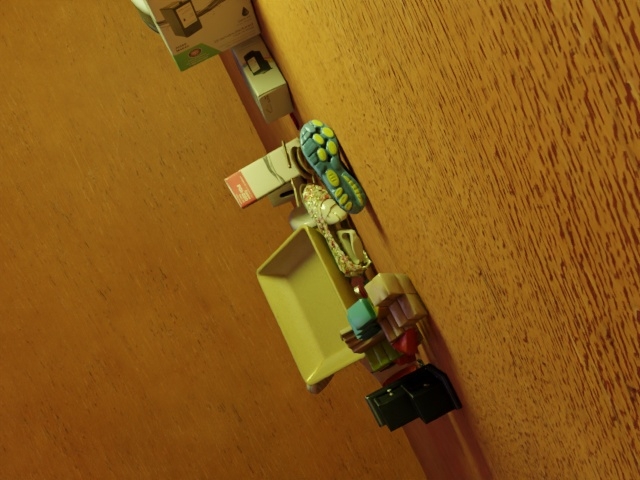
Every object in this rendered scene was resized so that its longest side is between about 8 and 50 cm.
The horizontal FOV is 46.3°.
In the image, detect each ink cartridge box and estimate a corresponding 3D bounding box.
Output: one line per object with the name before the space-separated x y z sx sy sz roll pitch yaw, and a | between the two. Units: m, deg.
ink cartridge box | 0.128 0.248 1.949 0.172 0.100 0.237 61 -177 31
ink cartridge box | -0.133 -0.371 1.690 0.175 0.072 0.127 62 176 20
ink cartridge box | -0.135 -0.174 1.971 0.092 0.218 0.158 58 177 -4
ink cartridge box | -0.253 -0.496 1.504 0.115 0.198 0.273 62 177 22

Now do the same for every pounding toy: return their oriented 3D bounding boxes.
pounding toy | -0.081 -0.157 2.191 0.130 0.141 0.100 -95 -17 -58

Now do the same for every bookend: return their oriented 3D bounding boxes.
bookend | 0.181 0.321 1.490 0.072 0.157 0.156 63 177 -1

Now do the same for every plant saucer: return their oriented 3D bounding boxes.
plant saucer | -0.006 0.157 1.820 0.333 0.081 0.333 64 147 11

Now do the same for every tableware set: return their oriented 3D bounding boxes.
tableware set | -0.022 -0.146 1.772 0.128 0.039 0.194 26 -136 -53

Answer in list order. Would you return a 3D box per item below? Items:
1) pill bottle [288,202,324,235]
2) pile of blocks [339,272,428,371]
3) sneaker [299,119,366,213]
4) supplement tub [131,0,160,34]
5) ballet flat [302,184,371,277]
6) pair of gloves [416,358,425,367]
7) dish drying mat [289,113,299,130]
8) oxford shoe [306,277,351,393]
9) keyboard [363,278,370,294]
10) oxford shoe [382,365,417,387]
pill bottle | 0.000 0.000 2.079 0.215 0.117 0.117 66 175 -35
pile of blocks | 0.122 0.179 1.381 0.113 0.149 0.362 62 176 24
sneaker | 0.017 -0.127 1.339 0.188 0.067 0.078 60 170 3
supplement tub | -0.378 -0.657 1.904 0.228 0.228 0.316 64 177 -5
ballet flat | 0.046 -0.027 1.697 0.077 0.091 0.241 -18 104 56
pair of gloves | 0.218 0.262 1.692 0.083 0.010 0.074 63 176 -3
dish drying mat | -0.072 -0.305 1.807 0.083 0.008 0.032 62 177 25
oxford shoe | -0.003 0.201 2.023 0.169 0.130 0.449 -32 -49 -59
keyboard | 0.154 0.176 1.901 0.180 0.023 0.108 59 174 42
oxford shoe | 0.221 0.374 1.813 0.098 0.097 0.271 58 177 -3
